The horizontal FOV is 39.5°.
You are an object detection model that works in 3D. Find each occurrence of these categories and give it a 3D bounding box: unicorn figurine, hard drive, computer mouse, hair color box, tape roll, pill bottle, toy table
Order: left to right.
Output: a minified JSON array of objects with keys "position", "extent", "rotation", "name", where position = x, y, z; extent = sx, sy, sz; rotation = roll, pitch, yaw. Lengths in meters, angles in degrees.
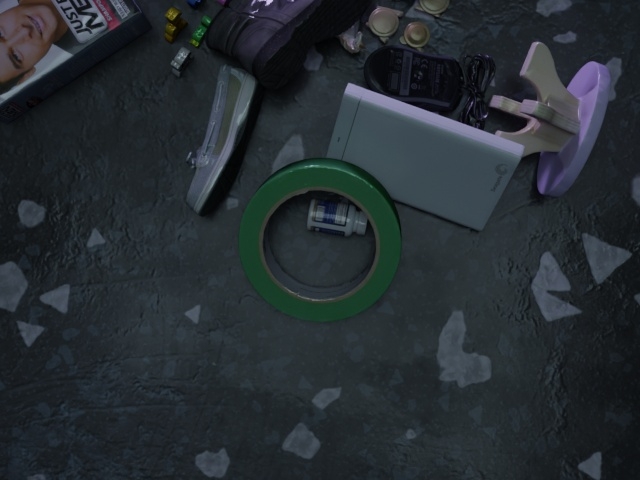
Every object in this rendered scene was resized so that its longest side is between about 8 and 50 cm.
[{"position":[-0.561,-0.426,1.837],"extent":[0.374,0.113,0.185],"rotation":[-34,87,0],"name":"hair color box"},{"position":[0.000,0.000,1.767],"extent":[0.321,0.077,0.321],"rotation":[2,108,5],"name":"tape roll"},{"position":[0.035,-0.045,1.826],"extent":[0.120,0.067,0.067],"rotation":[10,87,2],"name":"pill bottle"},{"position":[0.040,-0.448,1.858],"extent":[0.162,0.060,0.111],"rotation":[10,85,20],"name":"unicorn figurine"},{"position":[0.192,-0.158,1.760],"extent":[0.353,0.233,0.047],"rotation":[20,52,2],"name":"hard drive"},{"position":[0.214,-0.316,1.840],"extent":[0.272,0.072,0.188],"rotation":[13,80,-8],"name":"computer mouse"},{"position":[0.440,-0.238,1.754],"extent":[0.161,0.252,0.274],"rotation":[18,87,-12],"name":"toy table"}]

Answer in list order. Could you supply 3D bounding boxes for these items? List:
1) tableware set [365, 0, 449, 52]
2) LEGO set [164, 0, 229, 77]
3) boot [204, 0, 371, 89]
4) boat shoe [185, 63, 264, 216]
[{"position":[0.185,-0.481,1.872],"extent":[0.141,0.020,0.169],"rotation":[26,86,0],"name":"tableware set"},{"position":[-0.268,-0.460,1.843],"extent":[0.087,0.093,0.227],"rotation":[34,88,3],"name":"LEGO set"},{"position":[-0.066,-0.478,1.806],"extent":[0.338,0.118,0.223],"rotation":[-41,56,-9],"name":"boot"},{"position":[-0.209,-0.205,1.821],"extent":[0.103,0.118,0.320],"rotation":[19,83,8],"name":"boat shoe"}]
